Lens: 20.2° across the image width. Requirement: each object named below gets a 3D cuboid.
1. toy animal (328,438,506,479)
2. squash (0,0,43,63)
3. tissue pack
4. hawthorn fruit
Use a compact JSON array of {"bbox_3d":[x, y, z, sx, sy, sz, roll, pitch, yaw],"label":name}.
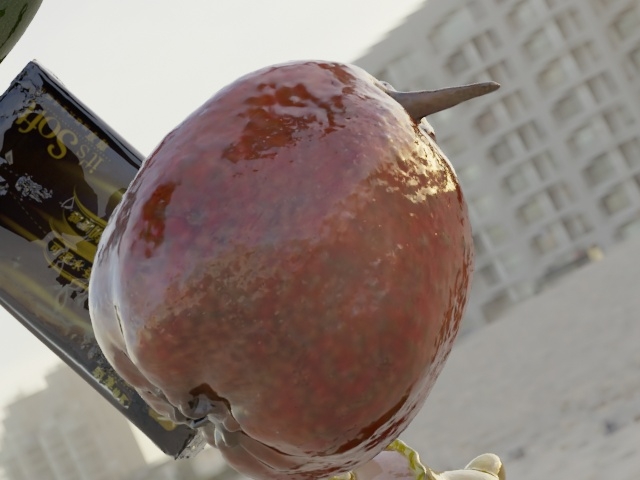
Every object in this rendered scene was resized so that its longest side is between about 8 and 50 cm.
[{"bbox_3d":[0.094,0.261,1.692,0.229,0.156,0.156,12,-27,-30],"label":"toy animal"},{"bbox_3d":[-0.269,-0.113,1.229,0.258,0.069,0.069,-50,-7,-2],"label":"squash"},{"bbox_3d":[-0.203,0.021,1.744,0.210,0.370,0.198,-50,-6,-2],"label":"tissue pack"},{"bbox_3d":[0.000,0.000,1.004,0.262,0.210,0.210,-51,0,-17],"label":"hawthorn fruit"}]
